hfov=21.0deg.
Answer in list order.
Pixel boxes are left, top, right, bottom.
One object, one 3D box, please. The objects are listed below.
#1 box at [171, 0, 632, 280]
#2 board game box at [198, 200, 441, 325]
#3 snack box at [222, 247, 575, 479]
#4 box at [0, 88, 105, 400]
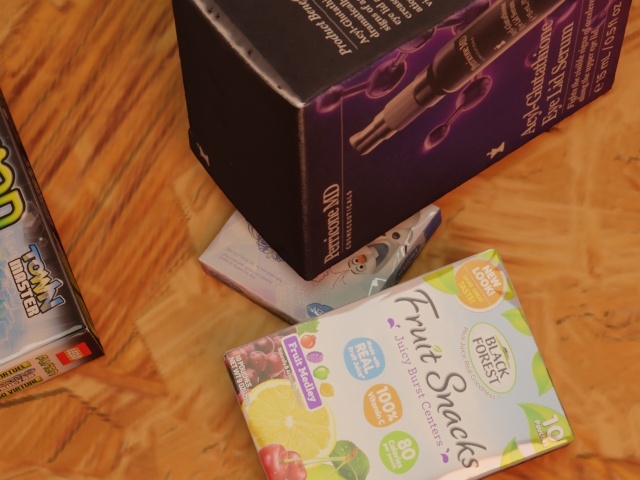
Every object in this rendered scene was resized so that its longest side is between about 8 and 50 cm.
[{"bbox_3d":[0.041,-0.102,0.836,0.207,0.153,0.108,-33,63,-16],"label":"box"},{"bbox_3d":[0.000,0.000,0.883,0.090,0.020,0.090,31,72,20],"label":"board game box"},{"bbox_3d":[0.036,0.076,0.822,0.141,0.037,0.100,-21,79,-2],"label":"snack box"},{"bbox_3d":[-0.202,-0.010,0.908,0.114,0.036,0.207,-24,64,-3],"label":"box"}]
